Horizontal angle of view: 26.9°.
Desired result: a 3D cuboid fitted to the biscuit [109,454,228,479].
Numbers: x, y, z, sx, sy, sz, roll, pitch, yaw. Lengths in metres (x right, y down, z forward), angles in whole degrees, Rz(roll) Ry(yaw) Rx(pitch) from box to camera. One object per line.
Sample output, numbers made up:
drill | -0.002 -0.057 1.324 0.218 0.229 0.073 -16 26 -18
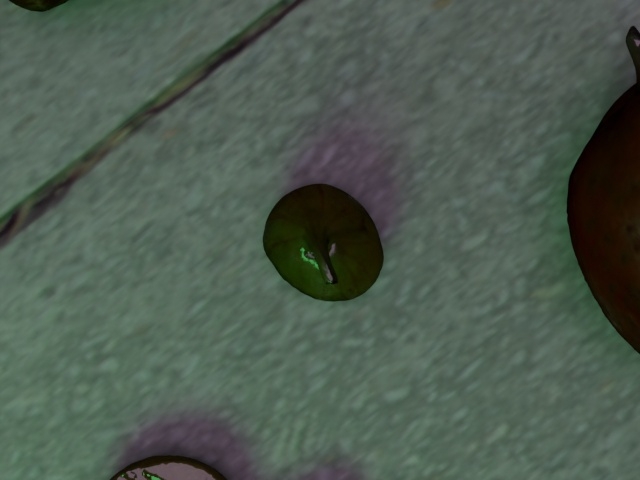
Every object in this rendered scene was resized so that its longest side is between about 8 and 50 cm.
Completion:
biscuit | -0.043 0.276 0.958 0.197 0.049 0.301 -44 91 -3

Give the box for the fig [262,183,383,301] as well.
fig | 0.000 0.000 0.925 0.082 0.098 0.084 -12 80 3

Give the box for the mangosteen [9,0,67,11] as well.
mangosteen | -0.181 -0.256 0.874 0.209 0.210 0.210 0 92 1

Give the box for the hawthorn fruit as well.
hawthorn fruit | 0.261 -0.029 0.871 0.215 0.215 0.250 -27 93 1
